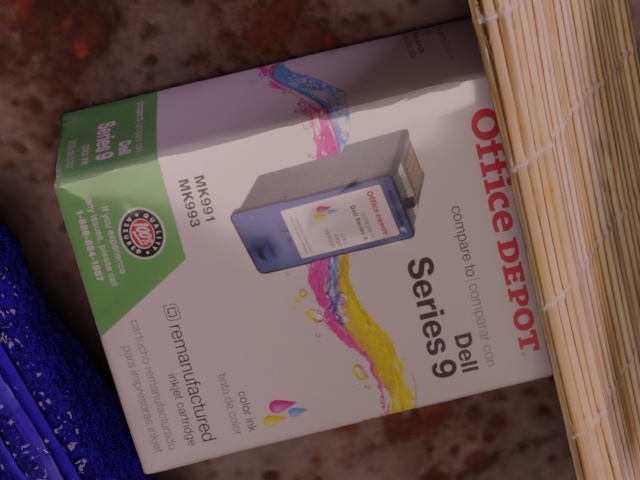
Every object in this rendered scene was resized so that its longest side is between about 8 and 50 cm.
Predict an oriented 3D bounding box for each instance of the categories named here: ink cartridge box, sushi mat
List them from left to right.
[{"bbox_3d":[0.000,0.000,0.910,0.212,0.093,0.154,-14,113,0],"label":"ink cartridge box"},{"bbox_3d":[0.130,-0.002,0.896,0.019,0.151,0.316,-2,117,29],"label":"sushi mat"}]

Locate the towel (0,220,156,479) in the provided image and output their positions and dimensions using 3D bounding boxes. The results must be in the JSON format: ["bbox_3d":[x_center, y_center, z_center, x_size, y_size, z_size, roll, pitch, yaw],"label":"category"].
[{"bbox_3d":[-0.182,0.153,0.954,0.228,0.076,0.308,-20,113,15],"label":"towel"}]
